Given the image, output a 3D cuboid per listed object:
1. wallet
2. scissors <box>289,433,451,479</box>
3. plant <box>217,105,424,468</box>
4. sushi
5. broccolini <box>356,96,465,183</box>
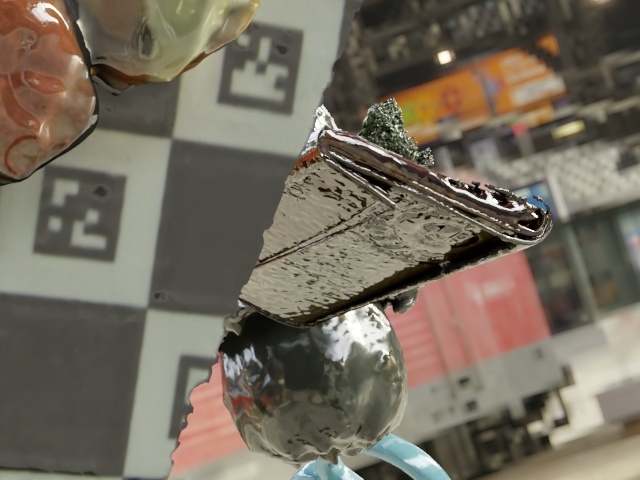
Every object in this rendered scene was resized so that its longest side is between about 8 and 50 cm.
[{"bbox_3d":[0.000,0.000,1.009,0.133,0.039,0.243,23,-22,-22],"label":"wallet"},{"bbox_3d":[0.165,0.317,1.553,0.029,0.447,0.192,-51,1,-38],"label":"scissors"},{"bbox_3d":[-0.027,0.024,1.261,0.164,0.256,0.142,-2,-19,-44],"label":"plant"},{"bbox_3d":[-0.136,-0.072,0.618,0.339,0.320,0.069,25,-5,-27],"label":"sushi"},{"bbox_3d":[0.062,-0.051,1.365,0.052,0.054,0.194,-32,-17,8],"label":"broccolini"}]
